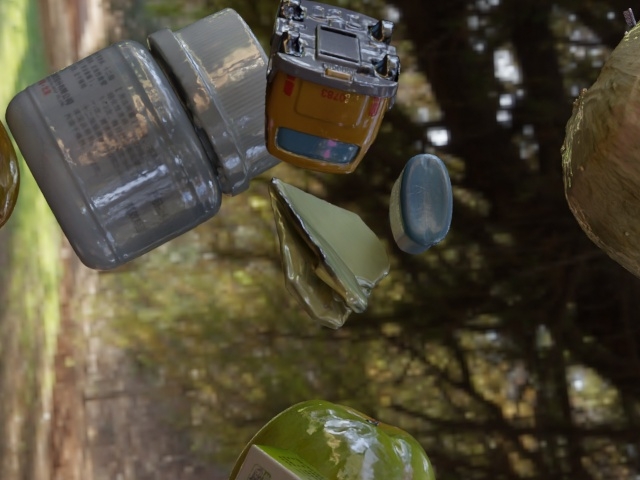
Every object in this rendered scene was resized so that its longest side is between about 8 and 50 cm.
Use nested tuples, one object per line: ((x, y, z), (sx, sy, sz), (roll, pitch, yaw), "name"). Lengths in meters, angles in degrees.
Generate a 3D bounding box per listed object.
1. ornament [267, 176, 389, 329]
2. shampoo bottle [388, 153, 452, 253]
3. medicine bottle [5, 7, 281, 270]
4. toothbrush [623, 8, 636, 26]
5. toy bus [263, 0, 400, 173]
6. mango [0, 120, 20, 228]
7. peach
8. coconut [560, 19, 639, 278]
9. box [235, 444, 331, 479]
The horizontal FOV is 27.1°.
((0.000, 0.000, 1.515), (0.180, 0.059, 0.201), (51, 20, -3), "ornament")
((0.116, -0.038, 1.599), (0.258, 0.061, 0.104), (106, -18, -86), "shampoo bottle")
((-0.200, -0.128, 1.623), (0.245, 0.306, 0.245), (61, -8, 14), "medicine bottle")
((0.510, -0.285, 2.095), (0.167, 0.014, 0.011), (70, 21, -6), "toothbrush")
((0.003, -0.155, 1.339), (0.209, 0.126, 0.136), (-91, -165, -61), "toy bus")
((-0.489, -0.124, 1.848), (0.138, 0.113, 0.253), (-8, 84, -55), "mango")
((0.004, 0.382, 1.866), (0.315, 0.281, 0.314), (-51, -161, 2), "peach")
((0.373, -0.097, 1.280), (0.254, 0.297, 0.297), (49, -19, 12), "coconut")
((0.000, 0.326, 1.219), (0.260, 0.062, 0.175), (30, -83, 39), "box")
